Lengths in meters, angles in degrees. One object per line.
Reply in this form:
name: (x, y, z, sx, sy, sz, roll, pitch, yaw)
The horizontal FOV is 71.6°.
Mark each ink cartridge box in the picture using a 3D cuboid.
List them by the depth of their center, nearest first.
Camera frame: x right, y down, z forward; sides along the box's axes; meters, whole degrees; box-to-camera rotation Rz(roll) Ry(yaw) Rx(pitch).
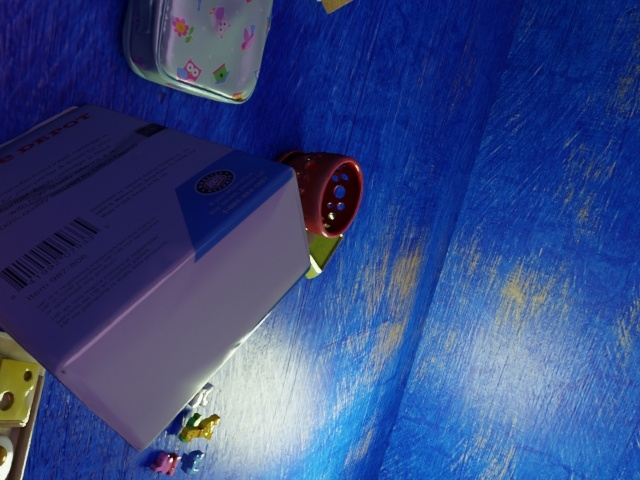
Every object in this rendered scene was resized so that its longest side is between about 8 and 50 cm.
ink cartridge box: (-0.255, -0.002, 0.537, 0.285, 0.395, 0.166, -46, 144, -32)

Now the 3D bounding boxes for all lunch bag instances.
lunch bag: (-0.187, -0.374, 0.696, 0.224, 0.107, 0.279, -3, 109, -53)

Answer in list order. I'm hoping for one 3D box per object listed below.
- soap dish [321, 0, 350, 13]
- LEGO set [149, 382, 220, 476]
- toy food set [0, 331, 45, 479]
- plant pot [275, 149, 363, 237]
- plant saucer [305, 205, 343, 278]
soap dish: (0.034, -0.647, 0.868, 0.229, 0.118, 0.291, -61, 147, -13)
LEGO set: (-0.306, 0.449, 1.017, 0.093, 0.087, 0.227, 37, 75, -58)
toy food set: (-0.431, 0.258, 0.576, 0.220, 0.092, 0.306, 61, 27, -65)
plant pot: (-0.016, -0.120, 1.044, 0.191, 0.174, 0.191, -33, 134, -43)
plant saucer: (0.000, 0.000, 1.265, 0.188, 0.045, 0.188, -58, 147, -19)
